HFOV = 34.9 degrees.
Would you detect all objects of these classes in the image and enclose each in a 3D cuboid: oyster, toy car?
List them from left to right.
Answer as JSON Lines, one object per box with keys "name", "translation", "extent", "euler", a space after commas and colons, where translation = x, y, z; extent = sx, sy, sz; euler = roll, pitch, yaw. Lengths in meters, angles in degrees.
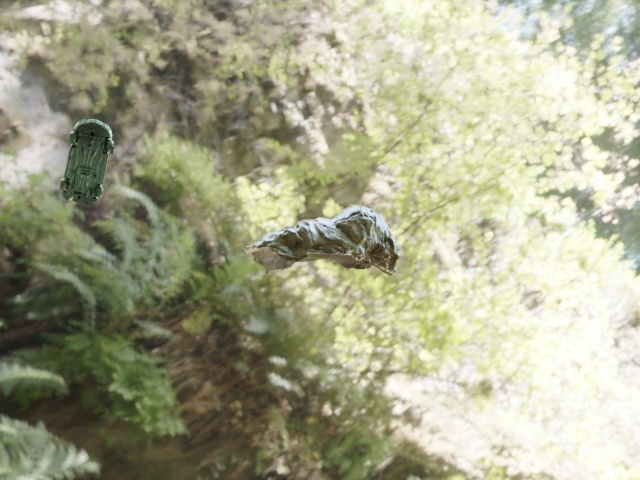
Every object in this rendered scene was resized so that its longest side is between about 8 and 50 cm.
{"name": "toy car", "translation": [-0.470, -0.162, 2.063], "extent": [0.058, 0.093, 0.186], "euler": [-104, -152, -62]}
{"name": "oyster", "translation": [0.005, 0.000, 1.509], "extent": [0.161, 0.233, 0.107], "euler": [180, -88, -74]}
